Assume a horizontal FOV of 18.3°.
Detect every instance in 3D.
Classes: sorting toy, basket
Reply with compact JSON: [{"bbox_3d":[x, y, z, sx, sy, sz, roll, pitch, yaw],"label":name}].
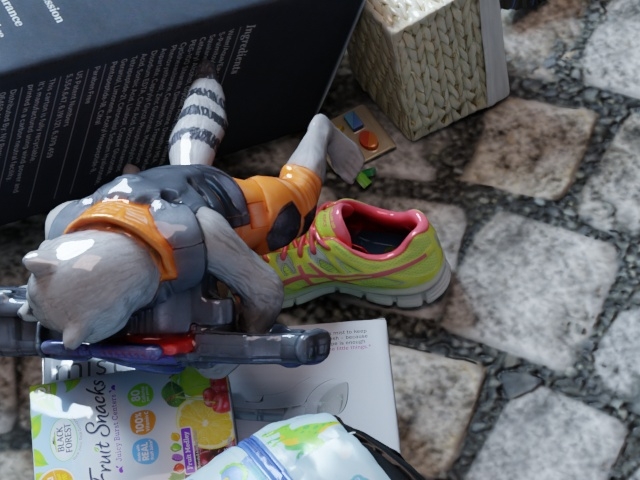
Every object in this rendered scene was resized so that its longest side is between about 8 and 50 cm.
[{"bbox_3d":[0.033,-0.080,1.721,0.062,0.012,0.083,-25,55,-15],"label":"sorting toy"},{"bbox_3d":[0.085,-0.180,1.701,0.103,0.167,0.113,-32,57,-11],"label":"basket"}]

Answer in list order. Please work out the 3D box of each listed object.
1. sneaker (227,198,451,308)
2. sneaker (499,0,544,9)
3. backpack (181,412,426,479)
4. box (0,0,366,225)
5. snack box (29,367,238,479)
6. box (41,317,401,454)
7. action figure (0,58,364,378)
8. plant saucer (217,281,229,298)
[{"bbox_3d":[0.000,0.000,1.613,0.208,0.094,0.081,-1,55,5],"label":"sneaker"},{"bbox_3d":[0.188,-0.291,1.838,0.087,0.083,0.221,8,48,27],"label":"sneaker"},{"bbox_3d":[0.034,0.276,1.209,0.273,0.290,0.355,-19,80,-3],"label":"backpack"},{"bbox_3d":[-0.212,-0.211,1.630,0.395,0.212,0.293,-19,63,-28],"label":"box"},{"bbox_3d":[-0.129,0.140,1.397,0.141,0.037,0.100,-9,52,-1],"label":"snack box"},{"bbox_3d":[-0.068,0.189,1.456,0.262,0.126,0.231,-6,52,0],"label":"box"},{"bbox_3d":[-0.148,-0.007,1.430,0.341,0.178,0.330,-1,17,14],"label":"action figure"},{"bbox_3d":[-0.151,0.028,1.610,0.168,0.029,0.168,-12,55,18],"label":"plant saucer"}]
